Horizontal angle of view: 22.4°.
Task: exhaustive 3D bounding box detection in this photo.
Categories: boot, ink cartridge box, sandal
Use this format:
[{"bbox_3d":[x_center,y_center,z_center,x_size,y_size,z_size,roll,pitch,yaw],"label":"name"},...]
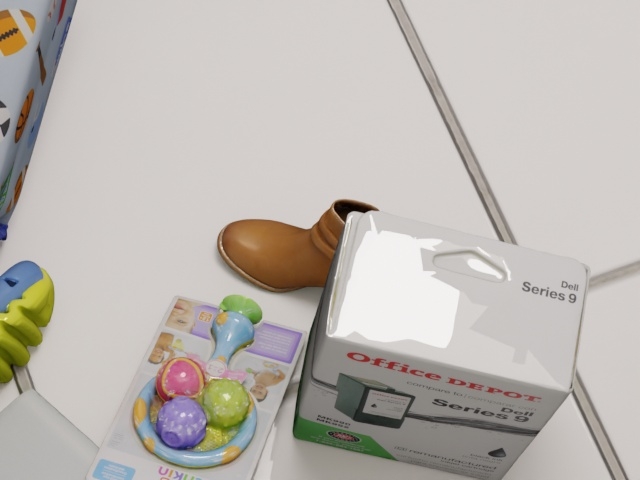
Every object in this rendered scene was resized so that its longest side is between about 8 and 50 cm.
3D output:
[{"bbox_3d":[0.000,0.000,1.534,0.197,0.152,0.073,17,67,1],"label":"boot"},{"bbox_3d":[0.096,0.102,1.428,0.211,0.289,0.121,12,66,-1],"label":"ink cartridge box"},{"bbox_3d":[-0.383,0.112,1.466,0.317,0.126,0.138,-37,72,-20],"label":"sandal"}]

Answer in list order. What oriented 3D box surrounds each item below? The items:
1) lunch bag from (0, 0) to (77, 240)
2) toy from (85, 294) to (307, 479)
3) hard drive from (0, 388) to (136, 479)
[{"bbox_3d":[-0.438,-0.188,1.470,0.385,0.239,0.327,17,98,-2],"label":"lunch bag"},{"bbox_3d":[-0.107,0.135,1.473,0.137,0.056,0.237,16,43,7],"label":"toy"},{"bbox_3d":[-0.218,0.309,1.383,0.353,0.047,0.233,36,67,28],"label":"hard drive"}]
